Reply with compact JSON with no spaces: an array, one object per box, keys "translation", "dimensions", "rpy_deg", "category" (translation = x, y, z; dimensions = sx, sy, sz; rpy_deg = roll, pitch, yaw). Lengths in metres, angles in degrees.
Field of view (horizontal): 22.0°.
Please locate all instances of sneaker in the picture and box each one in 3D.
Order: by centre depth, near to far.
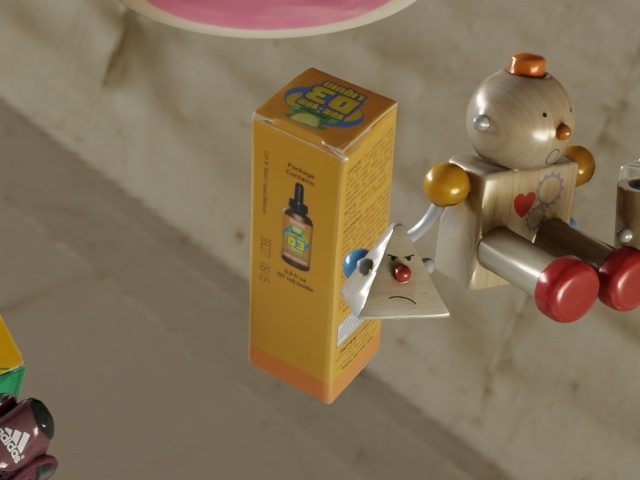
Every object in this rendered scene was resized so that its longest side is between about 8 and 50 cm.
[{"translation":[-0.240,0.143,1.006],"dimensions":[0.106,0.163,0.281],"rpy_deg":[62,171,-2],"category":"sneaker"}]

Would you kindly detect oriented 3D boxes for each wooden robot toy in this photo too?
[{"translation":[0.078,-0.022,0.543],"dimensions":[0.173,0.079,0.076],"rpy_deg":[-10,-160,-35],"category":"wooden robot toy"}]

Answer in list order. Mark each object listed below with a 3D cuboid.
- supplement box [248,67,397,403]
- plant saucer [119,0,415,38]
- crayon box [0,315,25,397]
[{"translation":[0.000,0.000,1.142],"dimensions":[0.078,0.233,0.080],"rpy_deg":[26,-132,23],"category":"supplement box"},{"translation":[-0.037,-0.233,1.220],"dimensions":[0.332,0.084,0.332],"rpy_deg":[-2,165,-1],"category":"plant saucer"},{"translation":[-0.353,0.023,1.215],"dimensions":[0.165,0.081,0.278],"rpy_deg":[-21,-111,-27],"category":"crayon box"}]
